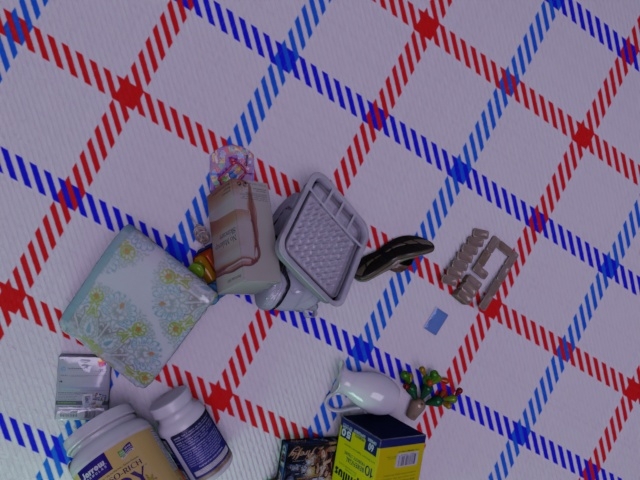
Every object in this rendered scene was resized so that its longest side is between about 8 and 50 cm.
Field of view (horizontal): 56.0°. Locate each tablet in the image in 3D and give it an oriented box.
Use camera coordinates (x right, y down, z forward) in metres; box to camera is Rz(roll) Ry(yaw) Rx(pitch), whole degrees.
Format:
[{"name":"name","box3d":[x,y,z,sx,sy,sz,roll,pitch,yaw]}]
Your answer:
[{"name":"tablet","box3d":[0.382,0.267,1.991,0.054,0.006,0.083,33,88,-14]}]

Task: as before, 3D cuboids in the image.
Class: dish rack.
[{"name":"dish rack","box3d":[0.000,0.000,1.731,0.285,0.072,0.333,48,45,-27]}]

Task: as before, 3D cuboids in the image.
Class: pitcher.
[{"name":"pitcher","box3d":[0.130,0.491,1.904,0.207,0.125,0.178,22,110,-3]}]

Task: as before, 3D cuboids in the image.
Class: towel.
[{"name":"towel","box3d":[-0.512,0.190,1.678,0.320,0.090,0.374,37,103,-1]}]

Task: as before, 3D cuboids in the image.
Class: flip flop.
[{"name":"flip flop","box3d":[0.229,0.067,1.898,0.277,0.112,0.080,-27,126,-12]}]

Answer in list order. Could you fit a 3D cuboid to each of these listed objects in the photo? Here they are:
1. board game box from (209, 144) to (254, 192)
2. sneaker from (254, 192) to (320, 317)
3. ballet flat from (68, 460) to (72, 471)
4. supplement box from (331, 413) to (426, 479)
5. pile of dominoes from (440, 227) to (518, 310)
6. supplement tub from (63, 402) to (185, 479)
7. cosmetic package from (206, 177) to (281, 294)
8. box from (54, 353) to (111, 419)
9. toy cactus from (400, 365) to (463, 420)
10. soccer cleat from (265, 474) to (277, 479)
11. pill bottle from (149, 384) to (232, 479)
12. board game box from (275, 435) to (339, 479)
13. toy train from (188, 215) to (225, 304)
[{"name":"board game box","box3d":[-0.262,-0.200,1.791,0.133,0.033,0.169,0,94,-13]},{"name":"sneaker","box3d":[-0.059,0.052,1.812,0.210,0.137,0.366,22,73,-30]},{"name":"ballet flat","box3d":[-0.635,0.706,1.766,0.221,0.077,0.079,20,116,-14]},{"name":"supplement box","box3d":[0.166,0.740,1.856,0.195,0.194,0.356,7,93,-36]},{"name":"pile of dominoes","box3d":[0.522,0.092,2.006,0.196,0.040,0.251,38,77,-12]},{"name":"supplement tub","box3d":[-0.528,0.643,1.649,0.241,0.241,0.331,-35,76,-8]},{"name":"cosmetic package","box3d":[-0.218,-0.007,1.690,0.129,0.153,0.296,5,67,-41]},{"name":"box","box3d":[-0.685,0.423,1.742,0.145,0.038,0.186,4,95,-14]},{"name":"toy cactus","box3d":[0.344,0.509,1.963,0.219,0.112,0.180,25,98,-22]},{"name":"soccer cleat","box3d":[-0.162,0.794,1.883,0.196,0.068,0.076,-45,98,-13]},{"name":"pill bottle","box3d":[-0.382,0.569,1.765,0.153,0.153,0.265,-29,101,-9]},{"name":"board game box","box3d":[-0.016,0.702,1.884,0.243,0.042,0.165,7,94,-29]},{"name":"toy train","box3d":[-0.338,0.059,1.724,0.105,0.143,0.248,-26,102,21]}]
